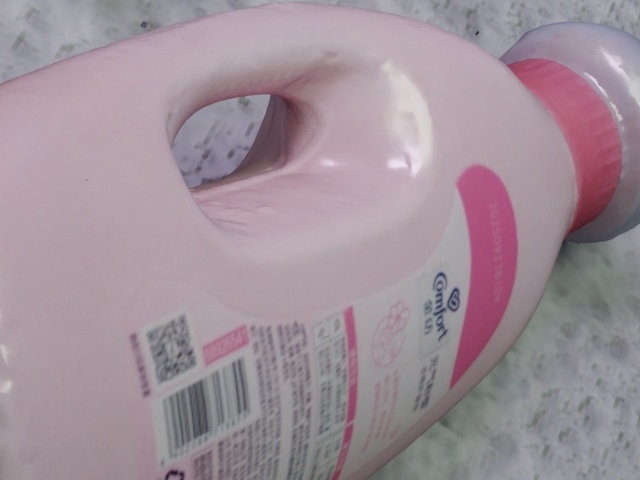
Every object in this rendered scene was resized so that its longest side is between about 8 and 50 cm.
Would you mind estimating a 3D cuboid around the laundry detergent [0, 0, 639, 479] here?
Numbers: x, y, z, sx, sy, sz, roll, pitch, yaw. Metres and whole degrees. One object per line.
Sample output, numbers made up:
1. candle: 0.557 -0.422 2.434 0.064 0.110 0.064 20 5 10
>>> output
1. laundry detergent: 0.000 0.000 0.614 0.335 0.088 0.159 -25 115 -45
